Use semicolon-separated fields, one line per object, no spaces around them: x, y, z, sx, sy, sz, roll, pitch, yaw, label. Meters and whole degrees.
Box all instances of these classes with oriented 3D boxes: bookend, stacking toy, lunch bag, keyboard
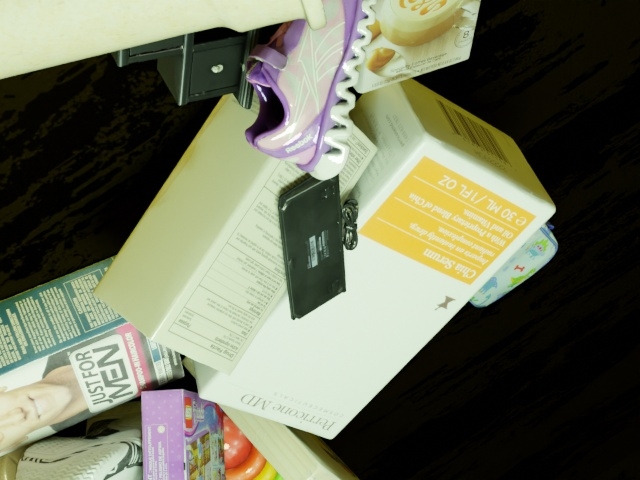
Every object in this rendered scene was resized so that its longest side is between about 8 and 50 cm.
-0.141;-0.192;1.005;0.157;0.072;0.156;-15;144;-25;bookend
-0.105;0.379;1.690;0.141;0.141;0.330;-34;135;2;stacking toy
0.259;0.004;1.593;0.176;0.090;0.219;-39;147;11;lunch bag
0.000;0.000;1.156;0.108;0.023;0.180;-30;138;-26;keyboard

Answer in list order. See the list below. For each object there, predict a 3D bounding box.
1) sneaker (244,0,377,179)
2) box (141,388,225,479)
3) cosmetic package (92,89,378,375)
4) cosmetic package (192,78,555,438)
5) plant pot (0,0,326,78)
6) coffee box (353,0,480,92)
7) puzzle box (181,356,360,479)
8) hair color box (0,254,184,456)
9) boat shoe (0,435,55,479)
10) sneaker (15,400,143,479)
-0.017;-0.177;0.994;0.104;0.095;0.236;5;102;-23;sneaker
-0.177;0.308;1.408;0.057;0.201;0.293;-4;168;4;box
-0.087;-0.024;1.145;0.309;0.113;0.160;-55;145;-3;cosmetic package
0.047;0.032;1.334;0.230;0.161;0.453;23;120;-32;cosmetic package
-0.196;-0.247;0.700;0.305;0.334;0.334;-20;147;2;plant pot
0.086;-0.283;1.054;0.141;0.098;0.246;-21;146;-18;coffee box
-0.032;0.316;1.586;0.052;0.272;0.409;-45;147;-5;puzzle box
-0.348;0.154;1.259;0.347;0.105;0.174;-22;146;-15;hair color box
-0.368;0.341;1.501;0.110;0.122;0.341;-3;154;27;boat shoe
-0.272;0.342;1.353;0.137;0.210;0.366;-4;-176;9;sneaker
